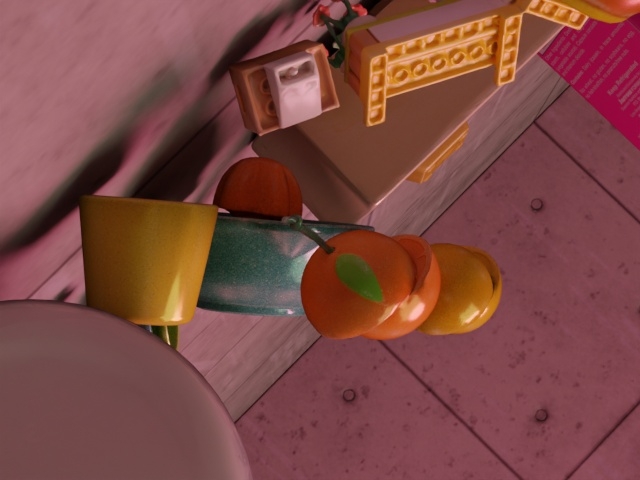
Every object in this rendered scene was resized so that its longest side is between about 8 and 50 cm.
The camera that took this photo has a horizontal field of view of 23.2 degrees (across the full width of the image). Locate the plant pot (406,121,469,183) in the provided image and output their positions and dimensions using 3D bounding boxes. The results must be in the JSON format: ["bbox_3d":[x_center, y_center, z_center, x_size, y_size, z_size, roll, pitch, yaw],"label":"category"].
[{"bbox_3d":[0.064,-0.090,1.162,0.081,0.083,0.081,-45,173,-6],"label":"plant pot"}]

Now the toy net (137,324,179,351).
[{"bbox_3d":[-0.107,0.129,0.986,0.045,0.232,0.122,-5,-159,0],"label":"toy net"}]

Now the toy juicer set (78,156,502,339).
[{"bbox_3d":[0.000,0.000,0.886,0.329,0.209,0.089,-3,98,-83],"label":"toy juicer set"}]

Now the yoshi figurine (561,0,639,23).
[{"bbox_3d":[0.157,-0.240,0.413,0.362,0.203,0.203,-52,-173,31],"label":"yoshi figurine"}]

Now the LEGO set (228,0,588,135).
[{"bbox_3d":[0.068,-0.160,0.838,0.287,0.107,0.132,-42,140,7],"label":"LEGO set"}]

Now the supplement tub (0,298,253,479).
[{"bbox_3d":[-0.165,0.181,0.818,0.207,0.207,0.338,-42,174,-28],"label":"supplement tub"}]

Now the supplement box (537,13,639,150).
[{"bbox_3d":[0.254,-0.176,1.241,0.111,0.220,0.114,-42,174,-28],"label":"supplement box"}]

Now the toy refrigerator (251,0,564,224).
[{"bbox_3d":[0.083,-0.131,0.995,0.269,0.094,0.102,-43,180,-16],"label":"toy refrigerator"}]
